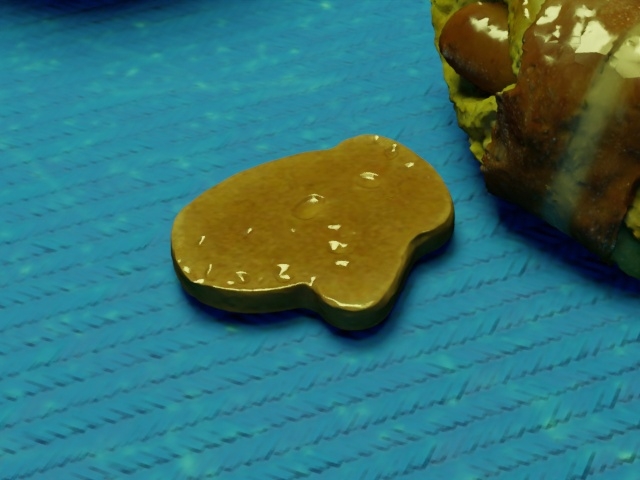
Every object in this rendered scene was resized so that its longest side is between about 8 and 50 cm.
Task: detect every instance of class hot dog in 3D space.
[{"bbox_3d":[0.130,-0.059,0.667,0.261,0.123,0.093,35,32,33],"label":"hot dog"}]

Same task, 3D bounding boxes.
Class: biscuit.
[{"bbox_3d":[0.000,0.001,0.685,0.140,0.023,0.118,-15,44,-14],"label":"biscuit"}]
